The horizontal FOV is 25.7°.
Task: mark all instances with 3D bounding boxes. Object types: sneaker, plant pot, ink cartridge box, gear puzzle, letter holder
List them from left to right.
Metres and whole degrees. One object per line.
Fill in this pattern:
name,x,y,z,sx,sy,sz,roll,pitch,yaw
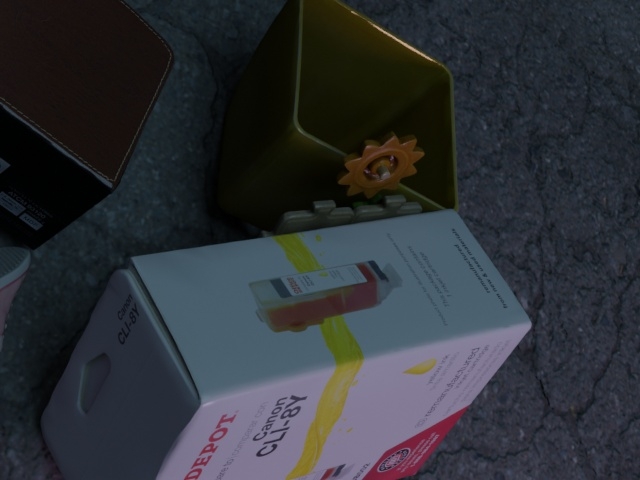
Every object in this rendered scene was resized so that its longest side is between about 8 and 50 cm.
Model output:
letter holder,-0.315,-0.178,1.319,0.302,0.152,0.214,38,46,-22
sneaker,-0.314,0.063,1.324,0.134,0.051,0.070,-61,154,-54
ink cartridge box,-0.034,0.134,1.339,0.384,0.279,0.160,-9,55,-36
gear puzzle,0.000,0.000,1.402,0.175,0.339,0.044,-5,55,-29
plant pot,0.004,-0.104,1.493,0.212,0.187,0.212,26,46,-28
